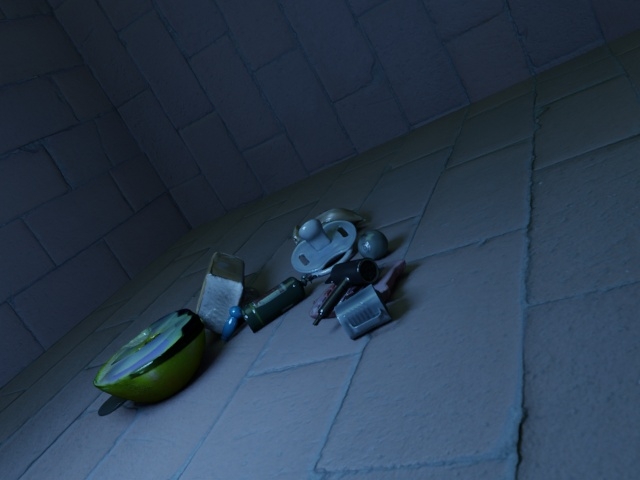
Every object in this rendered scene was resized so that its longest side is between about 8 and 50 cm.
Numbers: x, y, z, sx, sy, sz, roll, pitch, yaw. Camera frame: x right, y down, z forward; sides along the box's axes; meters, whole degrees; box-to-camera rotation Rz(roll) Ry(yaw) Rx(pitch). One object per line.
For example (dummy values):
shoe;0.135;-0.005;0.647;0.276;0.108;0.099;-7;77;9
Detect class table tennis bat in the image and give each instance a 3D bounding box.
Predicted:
table tennis bat;-0.685;0.532;1.912;0.234;0.022;0.131;-43;19;-32

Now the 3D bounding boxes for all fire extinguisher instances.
fire extinguisher;-0.133;0.192;1.847;0.294;0.093;0.118;-33;14;-13

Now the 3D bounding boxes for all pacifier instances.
pacifier;0.000;0.000;2.003;0.279;0.207;0.227;-36;35;-4

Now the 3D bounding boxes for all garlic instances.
garlic;0.014;-0.036;2.242;0.325;0.132;0.279;-25;25;32

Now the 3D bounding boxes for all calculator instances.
calculator;0.104;0.157;1.644;0.330;0.048;0.220;-20;19;37

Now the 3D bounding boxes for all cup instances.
cup;0.116;0.194;1.417;0.129;0.095;0.128;-31;18;5

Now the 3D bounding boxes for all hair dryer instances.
hair dryer;0.036;0.155;1.577;0.248;0.078;0.196;-48;17;-30

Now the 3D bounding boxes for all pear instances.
pear;-0.520;0.398;1.759;0.399;0.165;0.399;-27;16;8

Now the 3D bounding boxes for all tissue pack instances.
tissue pack;-0.336;0.199;2.031;0.239;0.238;0.305;-29;15;1

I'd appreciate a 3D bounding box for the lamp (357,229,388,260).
lamp;0.178;0.016;1.828;0.105;0.105;0.105;-27;16;9

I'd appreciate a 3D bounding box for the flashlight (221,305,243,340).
flashlight;-0.307;0.286;1.863;0.129;0.051;0.051;-66;21;-2

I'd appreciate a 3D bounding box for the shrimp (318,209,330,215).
shrimp;0.033;-0.108;2.534;0.190;0.075;0.073;15;78;59
